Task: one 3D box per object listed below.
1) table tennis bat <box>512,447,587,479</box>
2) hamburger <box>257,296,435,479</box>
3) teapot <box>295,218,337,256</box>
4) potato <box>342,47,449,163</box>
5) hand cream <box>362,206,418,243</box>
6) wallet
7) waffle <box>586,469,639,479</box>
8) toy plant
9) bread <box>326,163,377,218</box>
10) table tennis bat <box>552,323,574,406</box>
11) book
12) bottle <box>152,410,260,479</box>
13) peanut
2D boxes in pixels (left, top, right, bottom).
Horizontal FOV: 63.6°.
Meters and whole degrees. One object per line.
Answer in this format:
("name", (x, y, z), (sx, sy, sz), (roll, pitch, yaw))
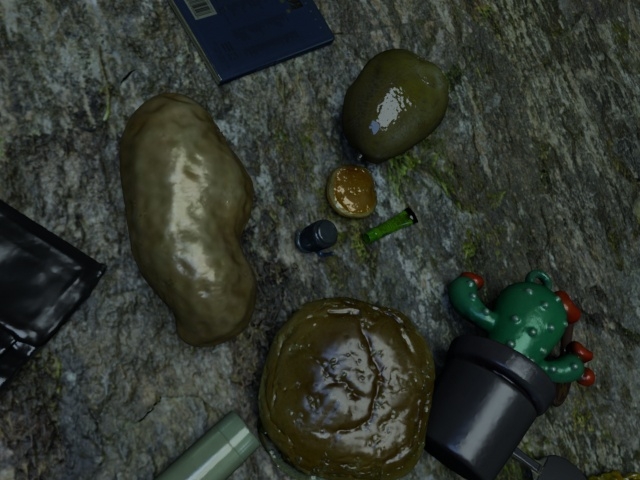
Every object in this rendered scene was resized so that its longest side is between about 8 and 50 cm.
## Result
("table tennis bat", (0.413, 0.426, 0.934), (0.158, 0.014, 0.095), (34, 61, 16))
("hamburger", (0.041, 0.232, 0.797), (0.266, 0.134, 0.284), (12, 71, -9))
("teapot", (0.000, -0.004, 0.891), (0.064, 0.083, 0.049), (15, 72, -25))
("potato", (0.134, -0.247, 0.969), (0.174, 0.159, 0.251), (32, 74, 16))
("hand cream", (0.133, -0.027, 0.979), (0.122, 0.023, 0.036), (-26, 75, -26))
("wallet", (-0.494, 0.097, 0.699), (0.247, 0.041, 0.323), (35, 63, -9))
("waffle", (0.529, 0.582, 0.940), (0.325, 0.068, 0.302), (-10, 80, -24))
("toy plant", (0.313, 0.205, 0.903), (0.280, 0.185, 0.400), (26, 65, 33))
("bread", (0.061, -0.092, 0.969), (0.110, 0.024, 0.110), (6, 73, -19))
("table tennis bat", (0.433, 0.232, 1.032), (0.108, 0.119, 0.169), (-4, 100, -47))
("book", (-0.125, -0.423, 0.990), (0.269, 0.025, 0.190), (-30, 89, -25))
("bottle", (-0.183, 0.338, 0.734), (0.201, 0.072, 0.072), (-38, 91, -24))
("peanut", (-0.192, -0.034, 0.783), (0.192, 0.169, 0.387), (-8, 82, -27))
